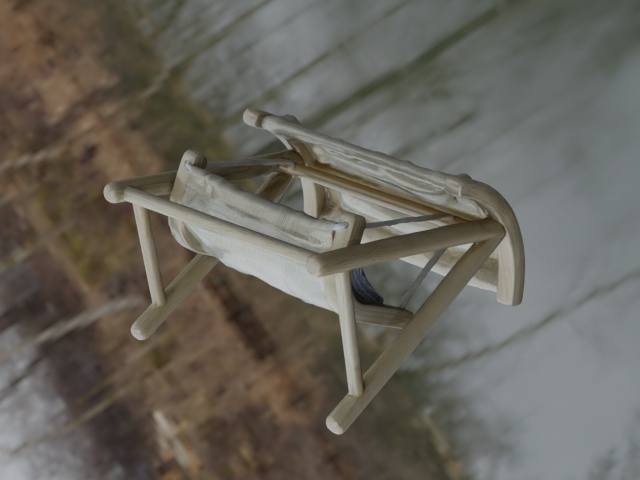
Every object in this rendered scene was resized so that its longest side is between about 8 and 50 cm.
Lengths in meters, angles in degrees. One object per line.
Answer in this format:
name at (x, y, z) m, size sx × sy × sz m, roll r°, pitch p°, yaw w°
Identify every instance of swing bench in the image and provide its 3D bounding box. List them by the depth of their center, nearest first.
swing bench at (0.000, 0.000, 1.552) m, size 0.253 × 0.254 × 0.165 m, roll 20°, pitch 129°, yaw 38°
